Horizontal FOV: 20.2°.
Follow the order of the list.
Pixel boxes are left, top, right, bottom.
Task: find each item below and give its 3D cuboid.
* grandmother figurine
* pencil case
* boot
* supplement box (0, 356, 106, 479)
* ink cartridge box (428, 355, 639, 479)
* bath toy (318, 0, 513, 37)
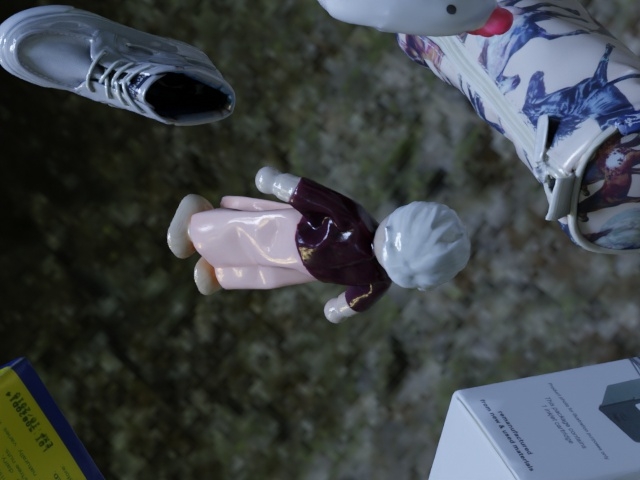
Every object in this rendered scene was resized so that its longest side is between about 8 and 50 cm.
[{"bbox_3d":[0.000,0.000,1.843,0.208,0.342,0.104,50,-126,-41],"label":"grandmother figurine"},{"bbox_3d":[0.212,-0.156,1.748,0.183,0.410,0.160,5,-58,-32],"label":"pencil case"},{"bbox_3d":[-0.217,-0.187,1.947,0.258,0.123,0.095,5,-71,-29],"label":"boot"},{"bbox_3d":[-0.358,0.283,1.530,0.195,0.194,0.356,-26,10,32],"label":"supplement box"},{"bbox_3d":[0.231,0.206,1.392,0.289,0.121,0.211,-8,-50,-26],"label":"ink cartridge box"},{"bbox_3d":[0.121,-0.268,1.120,0.348,0.129,0.151,-60,1,-17],"label":"bath toy"}]
